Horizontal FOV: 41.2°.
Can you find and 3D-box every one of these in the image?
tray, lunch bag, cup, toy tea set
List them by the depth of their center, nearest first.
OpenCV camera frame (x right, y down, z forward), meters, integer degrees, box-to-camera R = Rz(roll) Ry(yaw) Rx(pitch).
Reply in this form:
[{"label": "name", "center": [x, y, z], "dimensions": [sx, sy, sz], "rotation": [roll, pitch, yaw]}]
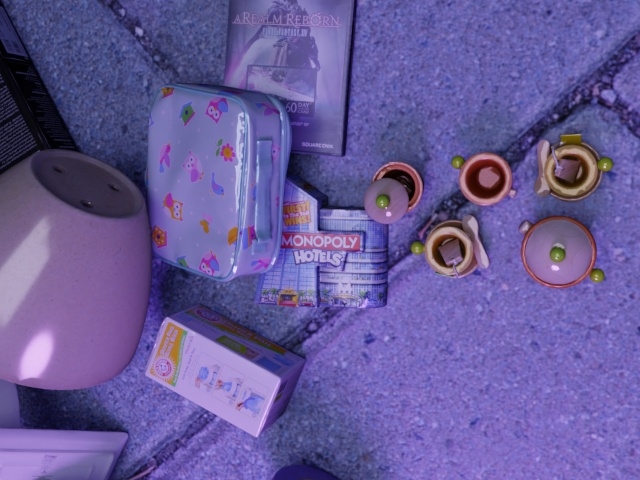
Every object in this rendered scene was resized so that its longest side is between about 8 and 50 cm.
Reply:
[{"label": "toy tea set", "center": [0.223, -0.033, 1.150], "dimensions": [0.336, 0.124, 0.200], "rotation": [-3, 95, 17]}, {"label": "cup", "center": [-0.372, 0.013, 1.215], "dimensions": [0.331, 0.331, 0.237], "rotation": [37, 114, 11]}, {"label": "lunch bag", "center": [-0.147, -0.082, 1.233], "dimensions": [0.224, 0.108, 0.279], "rotation": [15, 107, 36]}, {"label": "tray", "center": [-0.439, 0.364, 1.338], "dimensions": [0.030, 0.270, 0.145], "rotation": [38, 107, 46]}]

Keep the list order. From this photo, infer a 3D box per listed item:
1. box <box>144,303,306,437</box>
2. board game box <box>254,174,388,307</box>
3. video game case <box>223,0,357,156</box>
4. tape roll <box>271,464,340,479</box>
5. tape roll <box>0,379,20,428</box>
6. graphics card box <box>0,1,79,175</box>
[{"label": "box", "center": [-0.144, 0.192, 1.293], "dimensions": [0.203, 0.114, 0.103], "rotation": [26, 104, 14]}, {"label": "board game box", "center": [0.000, 0.000, 1.258], "dimensions": [0.194, 0.060, 0.194], "rotation": [2, 97, 17]}, {"label": "video game case", "center": [-0.048, -0.269, 1.264], "dimensions": [0.196, 0.026, 0.274], "rotation": [6, 98, 16]}, {"label": "tape roll", "center": [-0.005, 0.420, 1.235], "dimensions": [0.189, 0.189, 0.080], "rotation": [34, 105, 11]}, {"label": "tape roll", "center": [-0.610, 0.309, 1.399], "dimensions": [0.286, 0.100, 0.286], "rotation": [-8, 78, 42]}, {"label": "graphics card box", "center": [-0.560, -0.201, 1.394], "dimensions": [0.233, 0.094, 0.371], "rotation": [-30, 87, 18]}]
